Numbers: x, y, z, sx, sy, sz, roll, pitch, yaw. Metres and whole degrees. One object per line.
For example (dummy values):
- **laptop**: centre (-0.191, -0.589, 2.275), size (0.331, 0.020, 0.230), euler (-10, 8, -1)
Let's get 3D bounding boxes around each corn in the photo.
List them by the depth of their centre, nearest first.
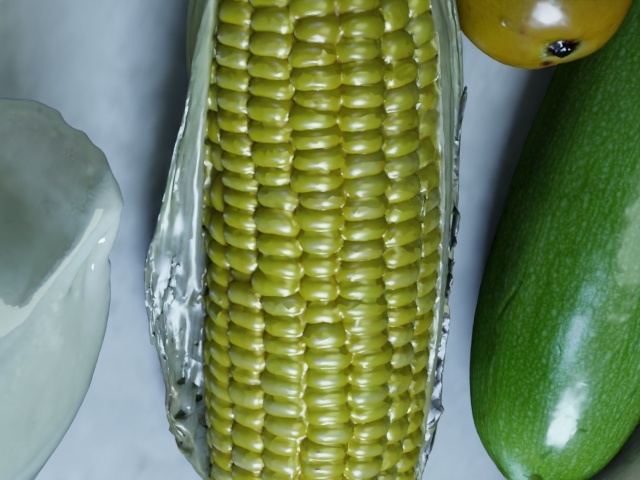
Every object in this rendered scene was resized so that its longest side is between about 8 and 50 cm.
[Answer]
- **corn**: centre (0.000, -0.002, 0.890), size (0.123, 0.122, 0.305), euler (-20, 119, -49)

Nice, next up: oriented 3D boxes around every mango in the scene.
- **mango**: centre (0.098, -0.158, 0.882), size (0.089, 0.111, 0.163), euler (-5, 110, -22)

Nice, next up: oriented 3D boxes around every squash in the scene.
- **squash**: centre (0.159, -0.058, 0.946), size (0.107, 0.107, 0.395), euler (18, 99, -28)

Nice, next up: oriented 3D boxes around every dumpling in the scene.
- **dumpling**: centre (-0.171, 0.039, 0.821), size (0.151, 0.124, 0.229), euler (26, 104, 9)

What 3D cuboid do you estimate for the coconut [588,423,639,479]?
- **coconut**: centre (0.180, 0.181, 1.003), size (0.171, 0.171, 0.183), euler (32, 113, -29)
